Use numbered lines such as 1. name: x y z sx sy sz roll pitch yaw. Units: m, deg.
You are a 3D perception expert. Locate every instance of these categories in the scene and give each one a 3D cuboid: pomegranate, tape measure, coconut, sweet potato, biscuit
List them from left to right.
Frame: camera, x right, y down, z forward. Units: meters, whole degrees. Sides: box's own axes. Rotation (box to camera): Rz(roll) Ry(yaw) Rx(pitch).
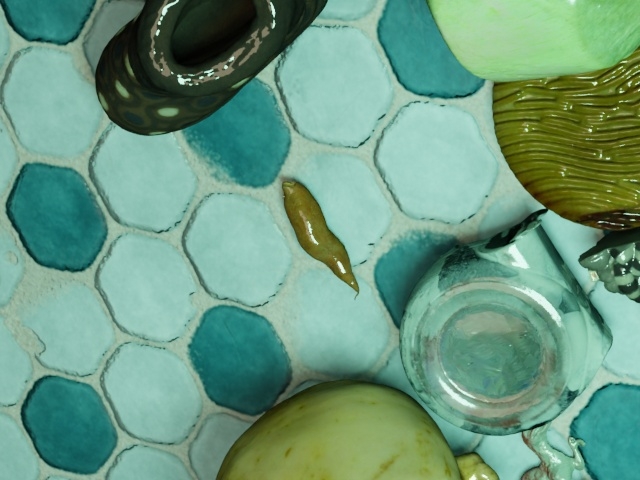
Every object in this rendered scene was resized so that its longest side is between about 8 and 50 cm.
1. sweet potato: 0.000 0.000 2.033 0.056 0.056 0.195 -30 99 27
2. pomegranate: 0.054 0.378 1.965 0.412 0.411 0.411 7 110 19
3. tape measure: 0.243 0.121 1.931 0.275 0.147 0.256 -31 97 23
4. coconut: 0.244 -0.334 1.682 0.329 0.281 0.328 7 103 32
5. biscuit: 0.365 -0.170 1.813 0.318 0.040 0.317 3 98 22

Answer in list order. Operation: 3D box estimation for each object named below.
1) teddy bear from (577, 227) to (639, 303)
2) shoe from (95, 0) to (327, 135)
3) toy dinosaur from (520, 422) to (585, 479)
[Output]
1. teddy bear: 0.466 0.070 1.833 0.171 0.144 0.251 -37 95 13
2. shoe: -0.173 -0.251 1.906 0.384 0.237 0.171 -31 95 26
3. toy dinosaur: 0.299 0.372 2.046 0.167 0.053 0.242 39 117 6
